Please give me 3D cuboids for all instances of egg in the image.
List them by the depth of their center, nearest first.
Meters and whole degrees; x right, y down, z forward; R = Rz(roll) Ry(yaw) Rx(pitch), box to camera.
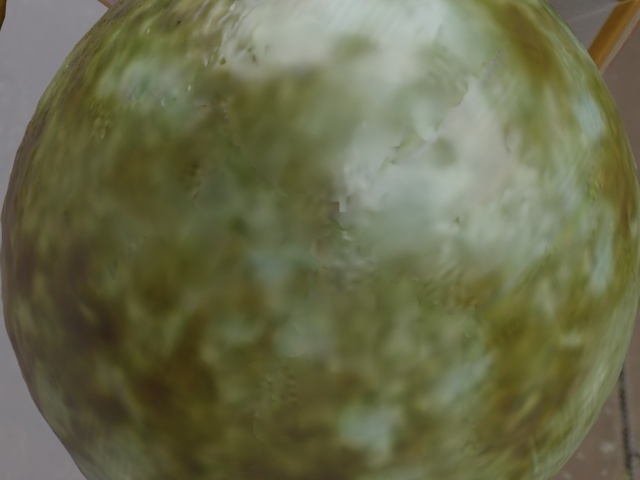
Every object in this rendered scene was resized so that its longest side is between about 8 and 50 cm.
[{"bbox_3d":[0.000,0.000,0.563,0.238,0.289,0.238,0,68,0],"label":"egg"}]

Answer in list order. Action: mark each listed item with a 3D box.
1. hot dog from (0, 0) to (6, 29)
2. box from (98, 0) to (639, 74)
[{"bbox_3d":[-0.203,-0.059,0.281,0.267,0.387,0.174,33,4,-14],"label":"hot dog"},{"bbox_3d":[0.055,-0.192,0.850,0.284,0.259,0.214,35,57,4],"label":"box"}]
